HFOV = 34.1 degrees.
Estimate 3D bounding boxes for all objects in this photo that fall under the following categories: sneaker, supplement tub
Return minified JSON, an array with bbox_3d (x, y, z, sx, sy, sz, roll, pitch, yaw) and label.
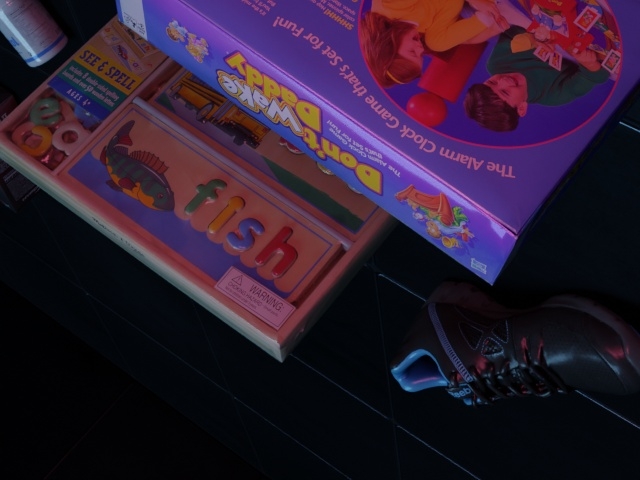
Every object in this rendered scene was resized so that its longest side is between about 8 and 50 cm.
[{"bbox_3d":[0.220,0.139,1.164,0.341,0.139,0.125,2,133,56],"label":"sneaker"},{"bbox_3d":[-0.415,-0.306,1.474,0.071,0.071,0.107,8,140,53],"label":"supplement tub"}]

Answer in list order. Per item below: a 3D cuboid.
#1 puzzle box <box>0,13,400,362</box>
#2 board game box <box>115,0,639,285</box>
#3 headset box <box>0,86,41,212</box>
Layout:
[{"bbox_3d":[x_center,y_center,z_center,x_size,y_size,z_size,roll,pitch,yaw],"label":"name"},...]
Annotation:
[{"bbox_3d":[-0.115,-0.090,1.123,0.409,0.272,0.052,34,157,17],"label":"puzzle box"},{"bbox_3d":[0.055,-0.163,0.763,0.347,0.233,0.078,37,157,13],"label":"board game box"},{"bbox_3d":[-0.650,-0.217,1.959,0.218,0.110,0.293,33,156,21],"label":"headset box"}]
